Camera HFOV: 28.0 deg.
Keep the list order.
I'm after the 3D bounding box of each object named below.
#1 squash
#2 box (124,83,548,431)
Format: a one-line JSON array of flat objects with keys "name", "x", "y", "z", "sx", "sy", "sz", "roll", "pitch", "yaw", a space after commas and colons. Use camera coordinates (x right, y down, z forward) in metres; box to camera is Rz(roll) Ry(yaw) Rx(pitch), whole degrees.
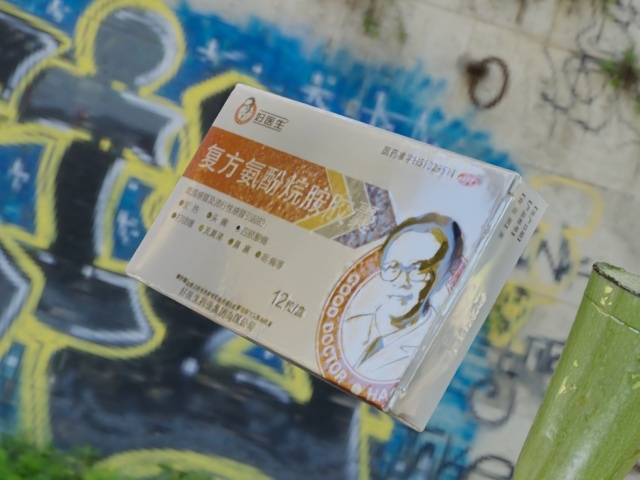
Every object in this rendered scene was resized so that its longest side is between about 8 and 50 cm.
[{"name": "squash", "x": 0.173, "y": 0.125, "z": 0.861, "sx": 0.094, "sy": 0.224, "sz": 0.094, "roll": 28, "pitch": 11, "yaw": -6}, {"name": "box", "x": 0.000, "y": 0.000, "z": 1.110, "sx": 0.353, "sy": 0.214, "sz": 0.069, "roll": 24, "pitch": -10, "yaw": 42}]
